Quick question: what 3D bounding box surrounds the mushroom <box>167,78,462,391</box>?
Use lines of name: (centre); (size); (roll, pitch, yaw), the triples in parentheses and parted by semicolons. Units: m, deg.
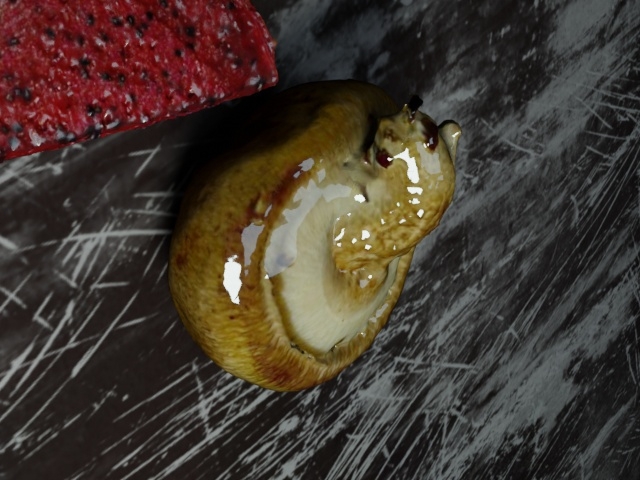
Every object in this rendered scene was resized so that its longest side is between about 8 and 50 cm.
mushroom: (0.000, 0.000, 1.261); (0.345, 0.259, 0.345); (-23, 121, -46)

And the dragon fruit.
dragon fruit: (-0.213, -0.183, 1.026); (0.317, 0.152, 0.205); (-19, 99, -38)
